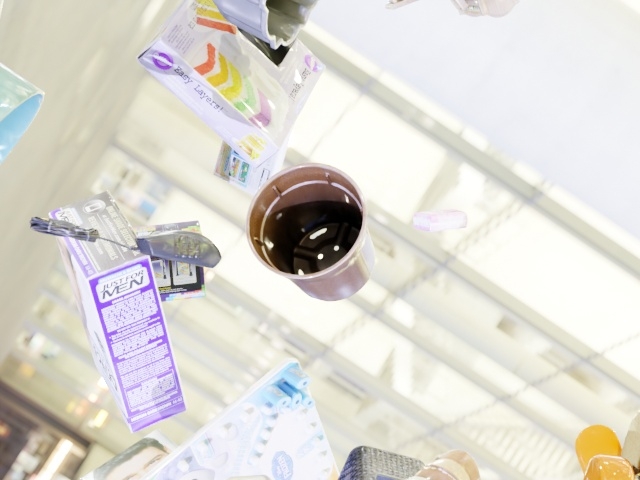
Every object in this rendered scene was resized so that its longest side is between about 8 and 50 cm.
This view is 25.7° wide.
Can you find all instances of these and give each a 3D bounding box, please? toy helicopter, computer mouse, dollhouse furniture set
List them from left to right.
[{"bbox_3d":[-0.236,-0.007,1.729,0.071,0.242,0.041,-175,-83,-69],"label":"computer mouse"},{"bbox_3d":[0.188,-0.342,1.954,0.161,0.101,0.182,-22,-167,-7],"label":"dollhouse furniture set"},{"bbox_3d":[0.294,0.330,1.350,0.235,0.140,0.355,-93,-172,-74],"label":"toy helicopter"}]

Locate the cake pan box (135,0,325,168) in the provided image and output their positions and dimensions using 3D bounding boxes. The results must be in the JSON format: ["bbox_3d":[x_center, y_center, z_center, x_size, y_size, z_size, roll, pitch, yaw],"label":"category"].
[{"bbox_3d":[-0.127,-0.271,2.138,0.070,0.246,0.267,-34,-162,36],"label":"cake pan box"}]

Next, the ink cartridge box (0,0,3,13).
[{"bbox_3d":[-0.422,-0.252,1.153,0.071,0.330,0.324,151,-50,-78],"label":"ink cartridge box"}]

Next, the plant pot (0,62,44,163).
[{"bbox_3d":[-0.540,-0.157,1.806,0.293,0.235,0.293,-49,-176,5],"label":"plant pot"}]

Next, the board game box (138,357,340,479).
[{"bbox_3d":[-0.126,0.425,2.146,0.390,0.050,0.390,-39,138,-21],"label":"board game box"}]

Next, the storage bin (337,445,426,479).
[{"bbox_3d":[0.079,0.408,2.095,0.084,0.122,0.180,-91,-160,-58],"label":"storage bin"}]

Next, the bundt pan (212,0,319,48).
[{"bbox_3d":[-0.068,-0.451,2.019,0.331,0.124,0.330,20,90,-77],"label":"bundt pan"}]

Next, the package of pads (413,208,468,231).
[{"bbox_3d":[0.206,-0.035,2.400,0.050,0.083,0.032,19,-69,55],"label":"package of pads"}]

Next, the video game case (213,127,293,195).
[{"bbox_3d":[-0.112,-0.162,2.374,0.019,0.143,0.157,4,108,-47],"label":"video game case"}]

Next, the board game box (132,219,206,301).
[{"bbox_3d":[-0.291,0.041,2.474,0.048,0.170,0.141,-109,-164,-55],"label":"board game box"}]

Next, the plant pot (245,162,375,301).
[{"bbox_3d":[0.000,0.000,1.932,0.167,0.167,0.165,-57,157,-10],"label":"plant pot"}]

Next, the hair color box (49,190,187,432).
[{"bbox_3d":[-0.312,0.114,2.181,0.110,0.185,0.339,-21,132,-17],"label":"hair color box"}]

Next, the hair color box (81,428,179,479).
[{"bbox_3d":[-0.292,0.502,2.627,0.185,0.113,0.374,-32,-155,-18],"label":"hair color box"}]

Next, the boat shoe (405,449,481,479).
[{"bbox_3d":[0.161,0.384,1.827,0.116,0.123,0.324,-44,156,-29],"label":"boat shoe"}]
